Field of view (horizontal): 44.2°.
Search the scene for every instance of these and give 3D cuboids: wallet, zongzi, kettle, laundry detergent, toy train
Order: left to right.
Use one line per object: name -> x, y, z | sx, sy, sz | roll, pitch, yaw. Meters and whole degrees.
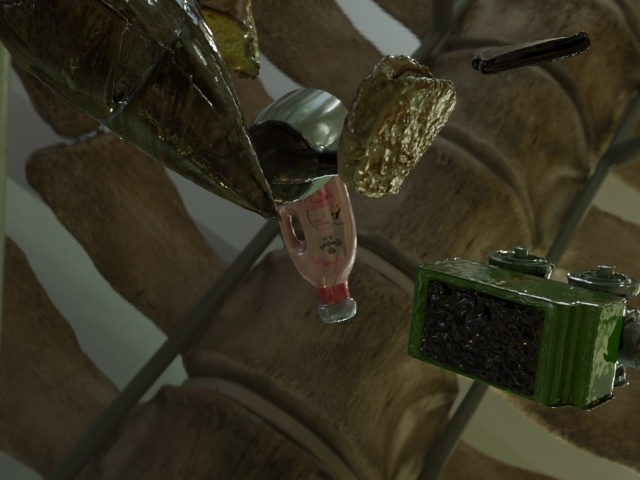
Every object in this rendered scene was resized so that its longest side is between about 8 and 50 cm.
zongzi -> -0.132, -0.157, 0.752 | 0.300, 0.138, 0.286 | 42, -160, -11
kettle -> -0.019, -0.149, 1.271 | 0.221, 0.161, 0.236 | 4, -161, 14
laundry detergent -> 0.000, 0.000, 1.606 | 0.158, 0.088, 0.335 | -10, -82, 21
wallet -> 0.268, -0.247, 1.043 | 0.137, 0.255, 0.031 | -8, -78, 12
toy train -> 0.289, 0.111, 1.081 | 0.307, 0.174, 0.248 | 15, -166, 42

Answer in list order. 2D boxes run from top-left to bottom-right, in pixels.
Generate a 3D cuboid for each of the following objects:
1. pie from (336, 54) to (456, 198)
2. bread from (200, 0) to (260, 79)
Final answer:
pie -> 0.093, -0.143, 1.015 | 0.084, 0.179, 0.205 | 38, -159, 27
bread -> -0.176, -0.309, 1.159 | 0.160, 0.140, 0.169 | -14, -132, -4
